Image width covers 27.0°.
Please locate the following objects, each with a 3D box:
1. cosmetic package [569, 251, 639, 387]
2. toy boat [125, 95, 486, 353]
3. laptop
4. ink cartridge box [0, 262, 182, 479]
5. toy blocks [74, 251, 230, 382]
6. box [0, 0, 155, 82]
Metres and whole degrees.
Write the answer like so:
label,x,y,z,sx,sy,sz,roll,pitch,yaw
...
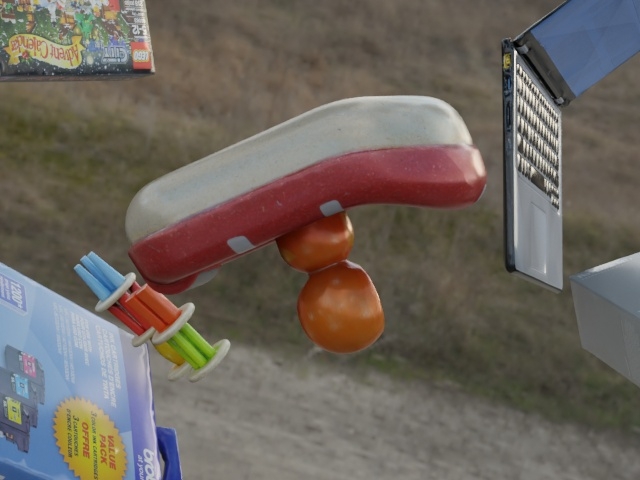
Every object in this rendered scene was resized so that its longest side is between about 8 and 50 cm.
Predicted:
label,x,y,z,sx,sy,sz,roll,pitch,yaw
cosmetic package,0.380,0.092,1.454,0.127,0.107,0.238,-18,19,-11
toy boat,0.000,0.000,0.858,0.231,0.151,0.151,-22,0,14
laptop,0.366,-0.151,1.611,0.236,0.407,0.382,-1,-6,19
ink cartridge box,-0.316,0.193,1.435,0.395,0.151,0.270,37,30,-42
toy blocks,-0.165,0.067,1.267,0.148,0.054,0.123,45,-20,-13
box,-0.277,-0.249,1.408,0.044,0.159,0.233,-8,2,35
